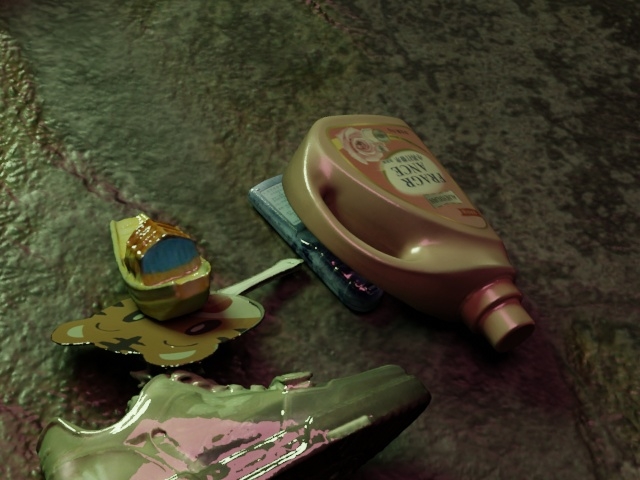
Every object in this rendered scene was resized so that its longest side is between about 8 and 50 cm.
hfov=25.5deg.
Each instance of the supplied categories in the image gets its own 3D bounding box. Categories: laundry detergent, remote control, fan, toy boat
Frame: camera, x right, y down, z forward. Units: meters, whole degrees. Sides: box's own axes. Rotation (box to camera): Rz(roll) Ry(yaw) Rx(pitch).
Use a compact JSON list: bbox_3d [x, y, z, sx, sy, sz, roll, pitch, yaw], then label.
[{"bbox_3d":[0.067,-0.002,1.172,0.171,0.076,0.237,-5,50,-44],"label":"laundry detergent"},{"bbox_3d":[0.000,0.001,1.210,0.043,0.027,0.152,-31,61,-26],"label":"remote control"},{"bbox_3d":[-0.091,0.051,1.120,0.152,0.008,0.226,8,22,37],"label":"fan"},{"bbox_3d":[-0.128,0.015,1.121,0.065,0.066,0.172,-16,20,-18],"label":"toy boat"}]

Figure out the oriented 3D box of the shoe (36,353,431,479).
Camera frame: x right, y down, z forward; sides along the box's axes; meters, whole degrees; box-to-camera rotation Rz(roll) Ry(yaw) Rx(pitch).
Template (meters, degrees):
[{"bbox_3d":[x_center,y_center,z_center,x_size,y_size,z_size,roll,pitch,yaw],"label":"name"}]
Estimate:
[{"bbox_3d":[-0.070,0.130,1.027,0.293,0.109,0.149,-25,63,-26],"label":"shoe"}]
